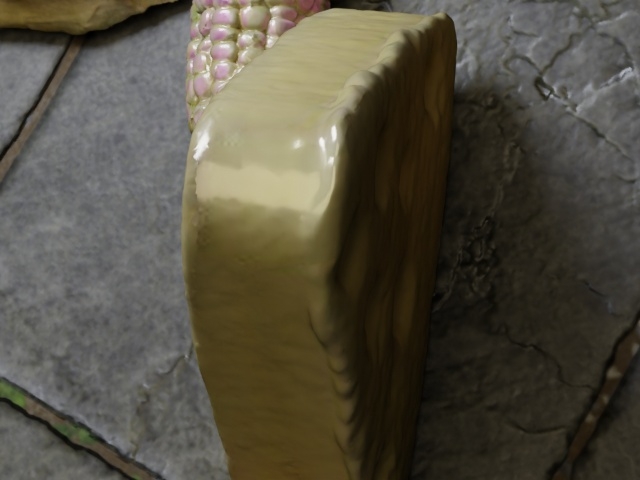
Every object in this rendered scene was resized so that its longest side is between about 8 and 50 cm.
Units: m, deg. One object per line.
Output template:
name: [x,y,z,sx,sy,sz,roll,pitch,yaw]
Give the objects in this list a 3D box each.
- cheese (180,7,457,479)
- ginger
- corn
cheese: [-0.001,0.001,1.133,0.104,0.384,0.383,6,79,13]
ginger: [-0.197,-0.242,1.379,0.193,0.122,0.115,2,57,11]
corn: [-0.037,-0.235,1.324,0.127,0.126,0.335,1,79,17]
